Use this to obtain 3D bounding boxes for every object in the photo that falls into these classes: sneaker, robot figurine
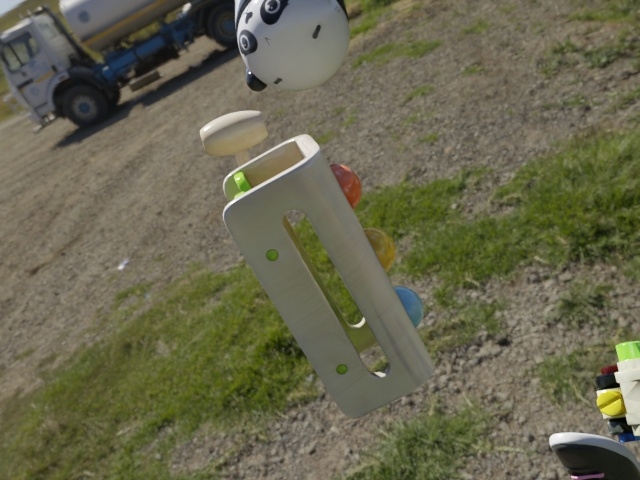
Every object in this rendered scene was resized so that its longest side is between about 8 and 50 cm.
[{"bbox_3d":[0.481,0.434,1.026,0.104,0.296,0.147,-24,35,44],"label":"sneaker"},{"bbox_3d":[-0.049,-0.354,0.951,0.173,0.209,0.278,-9,49,2],"label":"robot figurine"}]

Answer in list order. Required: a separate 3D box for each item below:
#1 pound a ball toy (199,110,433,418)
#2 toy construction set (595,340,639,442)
[{"bbox_3d":[0.000,0.000,0.680,0.136,0.319,0.208,-28,20,1],"label":"pound a ball toy"},{"bbox_3d":[0.455,0.189,0.721,0.215,0.328,0.151,-25,48,39],"label":"toy construction set"}]
